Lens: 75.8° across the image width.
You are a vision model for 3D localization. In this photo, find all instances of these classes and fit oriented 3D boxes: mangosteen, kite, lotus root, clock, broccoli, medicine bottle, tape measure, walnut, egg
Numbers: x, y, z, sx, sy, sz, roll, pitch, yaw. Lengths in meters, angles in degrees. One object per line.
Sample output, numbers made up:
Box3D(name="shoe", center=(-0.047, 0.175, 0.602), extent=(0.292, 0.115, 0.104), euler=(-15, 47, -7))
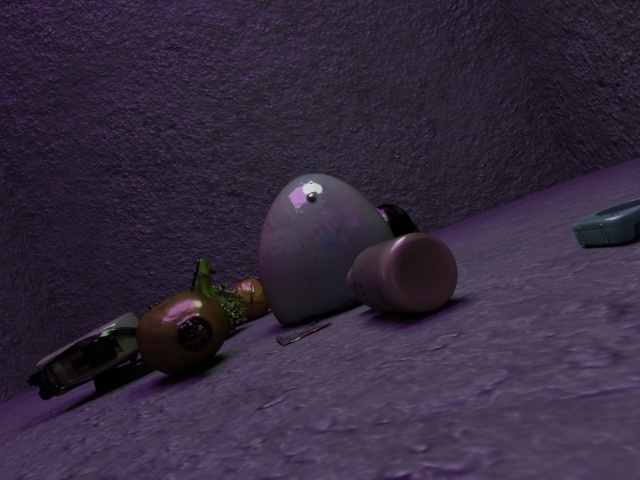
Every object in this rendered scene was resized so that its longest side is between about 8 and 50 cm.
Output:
Box3D(name="mangosteen", center=(0.274, -0.022, 1.730), extent=(0.288, 0.233, 0.287), euler=(-38, -14, -11))
Box3D(name="kite", center=(-0.034, 0.178, 0.809), extent=(0.139, 0.011, 0.157), euler=(-19, 0, 23))
Box3D(name="lotus root", center=(-0.285, 0.193, 0.866), extent=(0.183, 0.182, 0.310), euler=(-20, -1, -32))
Box3D(name="clock", center=(0.436, -0.032, 0.568), extent=(0.135, 0.041, 0.101), euler=(-20, -3, -1))
Box3D(name="broccoli", center=(-0.322, 0.202, 1.296), extent=(0.181, 0.272, 0.242), euler=(12, -1, 0))
Box3D(name="medicine bottle", center=(0.110, 0.059, 0.673), extent=(0.114, 0.114, 0.252), euler=(-21, -2, -16))
Box3D(name="clock", center=(-0.541, 0.370, 1.162), extent=(0.185, 0.040, 0.184), euler=(-21, -2, -1))
Box3D(name="tape measure", center=(-0.583, 0.299, 1.099), extent=(0.232, 0.132, 0.271), euler=(-28, 2, -6))
Box3D(name="walnut", center=(-0.264, 0.223, 1.565), extent=(0.159, 0.159, 0.207), euler=(-21, -2, -15))
Box3D(name="egg", center=(0.000, 0.000, 1.042), extent=(0.355, 0.339, 0.354), euler=(-20, -3, -1))
